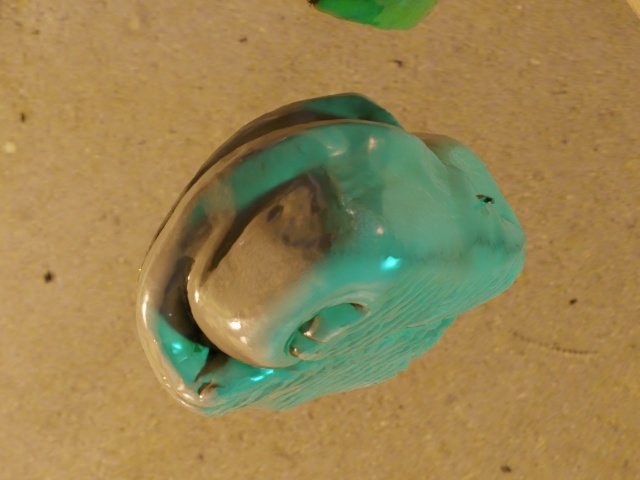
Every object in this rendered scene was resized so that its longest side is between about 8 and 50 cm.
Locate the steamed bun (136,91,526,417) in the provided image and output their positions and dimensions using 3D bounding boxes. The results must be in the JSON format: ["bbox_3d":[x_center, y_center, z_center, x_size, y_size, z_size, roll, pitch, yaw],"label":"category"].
[{"bbox_3d":[0.000,0.000,1.213,0.342,0.368,0.255,-37,68,32],"label":"steamed bun"}]

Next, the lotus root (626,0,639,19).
[{"bbox_3d":[0.270,-0.172,0.792,0.342,0.169,0.151,55,131,54],"label":"lotus root"}]

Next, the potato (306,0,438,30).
[{"bbox_3d":[0.111,-0.396,1.211,0.280,0.213,0.330,-40,51,38],"label":"potato"}]
